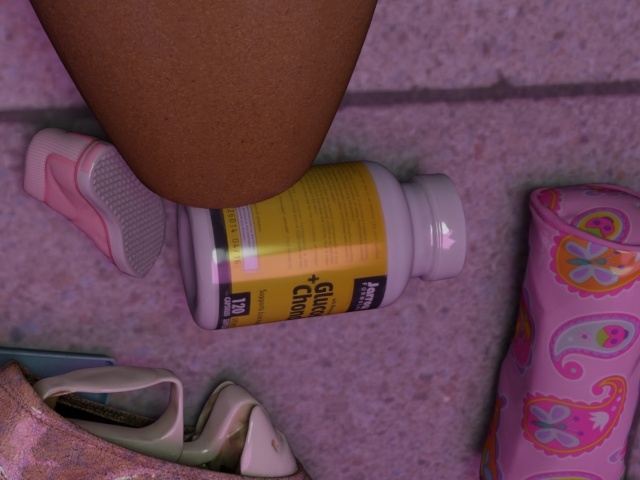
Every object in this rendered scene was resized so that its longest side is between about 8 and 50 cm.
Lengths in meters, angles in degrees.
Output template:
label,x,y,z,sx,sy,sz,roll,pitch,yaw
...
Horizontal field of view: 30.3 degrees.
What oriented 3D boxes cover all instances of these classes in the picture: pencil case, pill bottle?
label,x,y,z,sx,sy,sz,roll,pitch,yaw
pencil case,0.199,0.091,0.904,0.124,0.124,0.284,-1,117,-17
pill bottle,0.000,0.000,0.801,0.184,0.103,0.103,-7,119,-13

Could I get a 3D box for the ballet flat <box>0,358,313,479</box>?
label,x,y,z,sx,sy,sz,roll,pitch,yaw
ballet flat,-0.100,0.150,0.846,0.316,0.107,0.106,17,96,-35

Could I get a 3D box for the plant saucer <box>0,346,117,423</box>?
label,x,y,z,sx,sy,sz,roll,pitch,yaw
plant saucer,-0.244,0.101,0.831,0.192,0.018,0.067,7,116,-20

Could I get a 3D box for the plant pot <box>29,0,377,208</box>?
label,x,y,z,sx,sy,sz,roll,pitch,yaw
plant pot,-0.062,-0.148,0.648,0.237,0.237,0.254,-11,133,-11

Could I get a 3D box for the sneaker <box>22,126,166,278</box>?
label,x,y,z,sx,sy,sz,roll,pitch,yaw
sneaker,-0.150,-0.028,0.777,0.051,0.070,0.134,-61,156,-24
